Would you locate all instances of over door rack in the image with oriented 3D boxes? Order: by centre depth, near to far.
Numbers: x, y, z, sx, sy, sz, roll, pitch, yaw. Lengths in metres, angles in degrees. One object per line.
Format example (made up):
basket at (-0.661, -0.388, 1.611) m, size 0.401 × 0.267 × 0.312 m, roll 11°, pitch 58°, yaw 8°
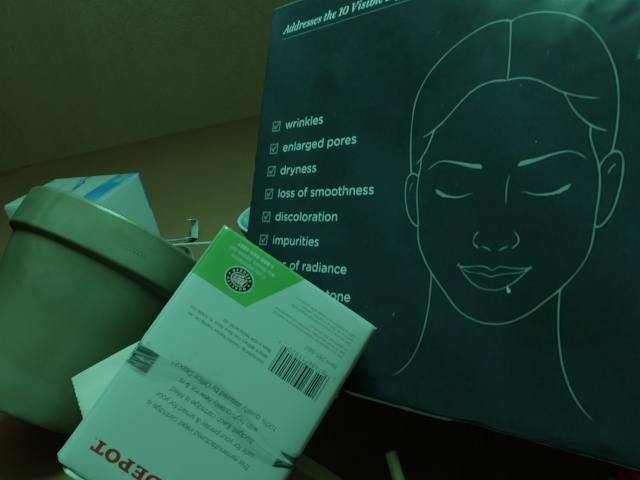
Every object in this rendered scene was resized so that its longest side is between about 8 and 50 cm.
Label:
over door rack at (-0.273, 0.021, 1.141) m, size 0.239 × 0.108 × 0.324 m, roll -2°, pitch 14°, yaw 15°

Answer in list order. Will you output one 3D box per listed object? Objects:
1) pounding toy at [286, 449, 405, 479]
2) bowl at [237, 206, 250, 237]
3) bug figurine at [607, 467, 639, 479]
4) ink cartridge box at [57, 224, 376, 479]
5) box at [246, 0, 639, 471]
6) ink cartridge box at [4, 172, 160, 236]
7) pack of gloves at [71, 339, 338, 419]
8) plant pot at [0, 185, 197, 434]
pounding toy at (0.019, 0.294, 0.471) m, size 0.094 × 0.206 × 0.181 m, roll -45°, pitch 12°, yaw 48°
bowl at (0.000, 0.000, 0.991) m, size 0.311 × 0.163 × 0.311 m, roll -10°, pitch 22°, yaw 4°
bug figurine at (0.433, 0.270, 0.438) m, size 0.216 × 0.072 × 0.279 m, roll -10°, pitch 21°, yaw -14°
ink cartridge box at (-0.081, 0.125, 0.421) m, size 0.219 × 0.160 × 0.092 m, roll -56°, pitch 3°, yaw -13°
box at (0.175, -0.057, 0.587) m, size 0.480 × 0.472 × 0.297 m, roll 3°, pitch -4°, yaw 38°
ink cartridge box at (-0.609, -0.046, 1.256) m, size 0.270 × 0.198 × 0.197 m, roll -1°, pitch 28°, yaw 15°
pack of gloves at (-0.127, 0.166, 0.524) m, size 0.232 × 0.046 × 0.195 m, roll -32°, pitch 54°, yaw -14°
plant pot at (-0.361, 0.122, 0.730) m, size 0.323 × 0.323 × 0.280 m, roll 9°, pitch 64°, yaw 32°
